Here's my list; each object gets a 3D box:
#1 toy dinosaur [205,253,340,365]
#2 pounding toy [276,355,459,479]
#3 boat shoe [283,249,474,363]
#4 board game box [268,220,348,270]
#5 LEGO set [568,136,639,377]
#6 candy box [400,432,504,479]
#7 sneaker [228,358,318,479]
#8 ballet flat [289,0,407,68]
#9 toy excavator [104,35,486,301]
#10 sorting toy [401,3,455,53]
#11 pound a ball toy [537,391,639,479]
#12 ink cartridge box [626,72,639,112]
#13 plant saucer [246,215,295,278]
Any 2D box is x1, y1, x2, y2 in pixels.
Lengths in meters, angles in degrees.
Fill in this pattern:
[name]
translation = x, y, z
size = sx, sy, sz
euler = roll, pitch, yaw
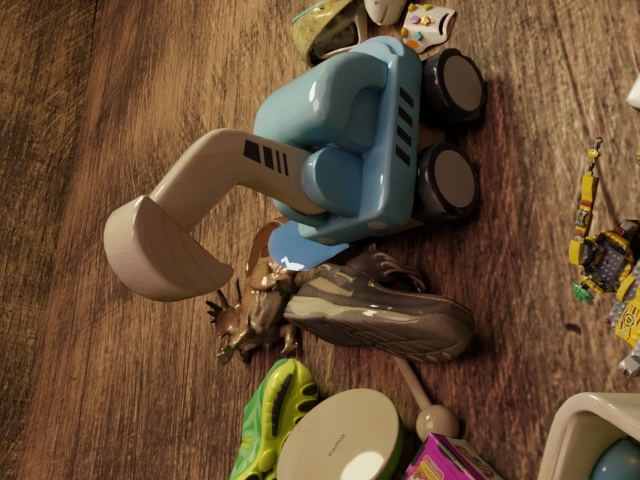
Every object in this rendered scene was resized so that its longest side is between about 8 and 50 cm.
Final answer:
[toy dinosaur]
translation = -0.100, 0.101, 1.188
size = 0.296, 0.127, 0.200
euler = -55, 30, 13
[pounding toy]
translation = 0.068, 0.283, 0.899
size = 0.237, 0.110, 0.183
euler = -36, 26, -1
[boat shoe]
translation = 0.071, 0.075, 0.935
size = 0.355, 0.132, 0.130
euler = -1, 61, 57
[board game box]
translation = 0.000, 0.000, 1.122
size = 0.168, 0.033, 0.133
euler = -30, 40, -9
[LEGO set]
translation = 0.305, -0.032, 0.551
size = 0.255, 0.192, 0.331
euler = 61, 140, 42
[candy box]
translation = 0.126, 0.353, 0.739
size = 0.233, 0.071, 0.159
euler = -60, 35, 9
[sneaker]
translation = -0.077, 0.324, 1.080
size = 0.123, 0.109, 0.296
euler = -130, 61, -77
[ballet flat]
translation = 0.076, -0.409, 1.207
size = 0.348, 0.123, 0.123
euler = -24, 55, 46
[toy excavator]
translation = -0.023, -0.101, 0.880
size = 0.222, 0.445, 0.433
euler = -17, 61, 51
[sorting toy]
translation = 0.175, -0.343, 1.092
size = 0.075, 0.045, 0.083
euler = 15, 86, 37
[pound a ball toy]
translation = 0.309, 0.133, 0.462
size = 0.136, 0.319, 0.208
euler = -152, 69, -63
[ink cartridge box]
translation = 0.450, -0.196, 0.610
size = 0.275, 0.060, 0.239
euler = 38, 105, 55
[plant saucer]
translation = -0.093, 0.030, 1.288
size = 0.168, 0.029, 0.168
euler = -28, 52, 44
